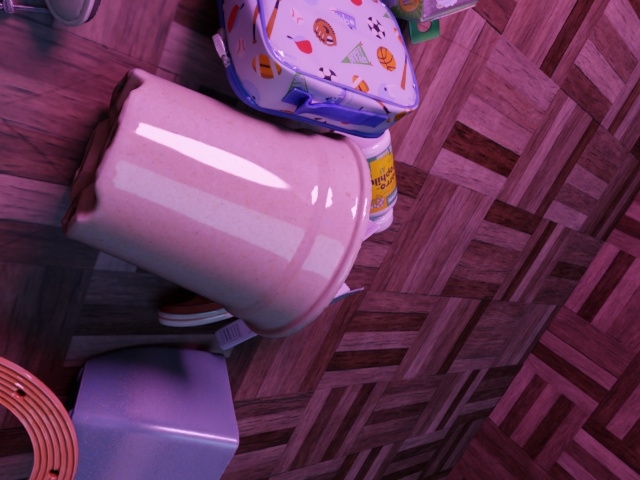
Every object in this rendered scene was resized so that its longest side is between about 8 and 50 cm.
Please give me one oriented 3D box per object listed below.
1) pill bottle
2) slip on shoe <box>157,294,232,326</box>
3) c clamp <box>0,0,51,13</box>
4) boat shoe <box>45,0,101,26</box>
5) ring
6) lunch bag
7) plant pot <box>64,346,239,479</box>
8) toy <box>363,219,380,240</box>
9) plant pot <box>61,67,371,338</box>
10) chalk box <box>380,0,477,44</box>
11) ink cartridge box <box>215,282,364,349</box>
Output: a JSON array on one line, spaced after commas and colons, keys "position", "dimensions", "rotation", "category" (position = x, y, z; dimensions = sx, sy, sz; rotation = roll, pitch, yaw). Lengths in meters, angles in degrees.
[{"position": [0.089, -0.117, 0.906], "dimensions": [0.118, 0.117, 0.208], "rotation": [-32, 134, -18], "category": "pill bottle"}, {"position": [-0.147, 0.077, 0.876], "dimensions": [0.331, 0.123, 0.101], "rotation": [-20, 98, -20], "category": "slip on shoe"}, {"position": [-0.360, -0.321, 0.478], "dimensions": [0.137, 0.022, 0.160], "rotation": [-14, 128, -25], "category": "c clamp"}, {"position": [-0.254, -0.351, 0.496], "dimensions": [0.068, 0.081, 0.227], "rotation": [-65, 171, -63], "category": "boat shoe"}, {"position": [-0.521, 0.295, 0.660], "dimensions": [0.337, 0.032, 0.336], "rotation": [-1, 106, -5], "category": "ring"}, {"position": [-0.002, -0.267, 0.644], "dimensions": [0.303, 0.243, 0.115], "rotation": [1, 161, -40], "category": "lunch bag"}, {"position": [-0.323, 0.336, 0.815], "dimensions": [0.252, 0.248, 0.247], "rotation": [23, 104, -26], "category": "plant pot"}, {"position": [-0.023, -0.037, 0.792], "dimensions": [0.137, 0.237, 0.056], "rotation": [-40, 124, -9], "category": "toy"}, {"position": [-0.155, -0.060, 0.635], "dimensions": [0.306, 0.334, 0.333], "rotation": [22, 104, -34], "category": "plant pot"}, {"position": [0.164, -0.433, 0.736], "dimensions": [0.132, 0.132, 0.213], "rotation": [-27, 133, -23], "category": "chalk box"}, {"position": [-0.059, 0.137, 0.918], "dimensions": [0.223, 0.045, 0.224], "rotation": [-30, 169, 37], "category": "ink cartridge box"}]
